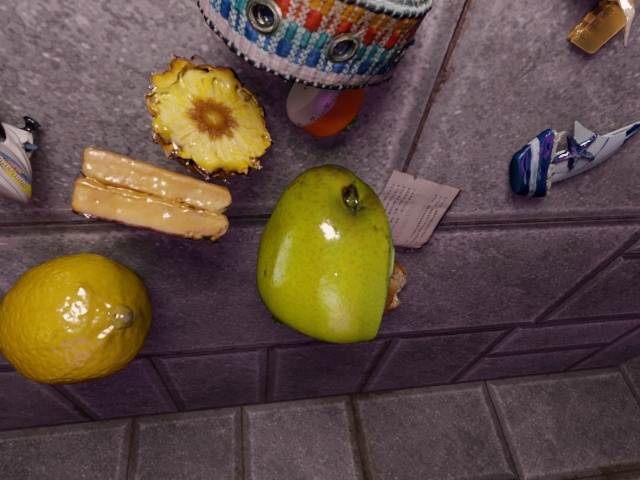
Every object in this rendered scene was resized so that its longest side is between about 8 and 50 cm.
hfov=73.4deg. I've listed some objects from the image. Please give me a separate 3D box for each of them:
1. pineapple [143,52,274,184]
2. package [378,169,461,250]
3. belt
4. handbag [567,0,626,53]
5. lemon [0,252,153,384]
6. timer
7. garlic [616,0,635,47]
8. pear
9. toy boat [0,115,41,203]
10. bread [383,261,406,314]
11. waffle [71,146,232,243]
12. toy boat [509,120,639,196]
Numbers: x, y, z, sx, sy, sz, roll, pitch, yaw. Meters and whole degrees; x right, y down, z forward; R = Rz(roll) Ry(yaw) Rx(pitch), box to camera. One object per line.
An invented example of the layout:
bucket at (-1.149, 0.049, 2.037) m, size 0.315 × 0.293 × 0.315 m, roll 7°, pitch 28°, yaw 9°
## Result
pineapple at (-0.176, -0.181, 0.672) m, size 0.225 × 0.224 × 0.076 m, roll 18°, pitch 154°, yaw -33°
package at (0.200, -0.050, 1.061) m, size 0.204 × 0.062 × 0.251 m, roll 8°, pitch 138°, yaw -25°
belt at (0.012, -0.307, 0.523) m, size 0.295 × 0.206 × 0.160 m, roll 7°, pitch 144°, yaw -24°
handbag at (0.464, -0.357, 0.712) m, size 0.061 × 0.027 × 0.083 m, roll 11°, pitch 142°, yaw -29°
lemon at (-0.567, 0.185, 1.013) m, size 0.336 × 0.336 × 0.336 m, roll -6°, pitch 145°, yaw -4°
timer at (0.018, -0.233, 0.731) m, size 0.136 × 0.099 × 0.136 m, roll -7°, pitch 159°, yaw -3°
garlic at (0.332, -0.409, 0.476) m, size 0.151 × 0.196 × 0.338 m, roll -6°, pitch 155°, yaw 20°
pear at (0.000, 0.000, 0.893) m, size 0.239 × 0.342 × 0.318 m, roll 2°, pitch 117°, yaw -22°
toy boat at (-0.534, -0.178, 0.661) m, size 0.141 × 0.140 × 0.269 m, roll -17°, pitch 144°, yaw 11°
bread at (0.099, 0.183, 1.288) m, size 0.195 × 0.148 × 0.344 m, roll 19°, pitch 136°, yaw -35°
waffle at (-0.292, -0.077, 0.735) m, size 0.224 × 0.098 × 0.328 m, roll 16°, pitch -178°, yaw -27°
toy boat at (0.544, -0.198, 0.930) m, size 0.292 × 0.070 × 0.210 m, roll -35°, pitch 142°, yaw 27°
